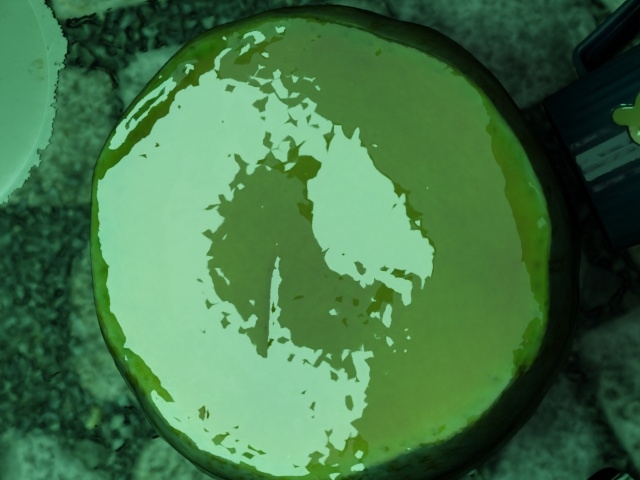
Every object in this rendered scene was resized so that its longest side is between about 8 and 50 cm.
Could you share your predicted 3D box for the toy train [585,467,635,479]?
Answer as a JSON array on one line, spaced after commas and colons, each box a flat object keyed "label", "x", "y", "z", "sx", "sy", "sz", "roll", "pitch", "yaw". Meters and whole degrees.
[{"label": "toy train", "x": 0.103, "y": 0.237, "z": 1.033, "sx": 0.252, "sy": 0.055, "sz": 0.048, "roll": -37, "pitch": 89, "yaw": -4}]

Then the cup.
[{"label": "cup", "x": 0.225, "y": -0.088, "z": 1.043, "sx": 0.155, "sy": 0.131, "sz": 0.176, "roll": -26, "pitch": 52, "yaw": 6}]

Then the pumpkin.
[{"label": "pumpkin", "x": 0.000, "y": 0.000, "z": 1.013, "sx": 0.332, "sy": 0.199, "sz": 0.332, "roll": -1, "pitch": 81, "yaw": 8}]

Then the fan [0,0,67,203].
[{"label": "fan", "x": -0.368, "y": -0.161, "z": 1.159, "sx": 0.415, "sy": 0.012, "sz": 0.233, "roll": 34, "pitch": 86, "yaw": 8}]
